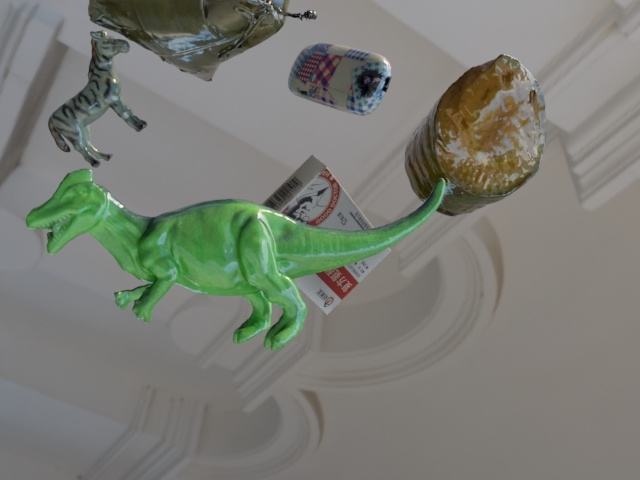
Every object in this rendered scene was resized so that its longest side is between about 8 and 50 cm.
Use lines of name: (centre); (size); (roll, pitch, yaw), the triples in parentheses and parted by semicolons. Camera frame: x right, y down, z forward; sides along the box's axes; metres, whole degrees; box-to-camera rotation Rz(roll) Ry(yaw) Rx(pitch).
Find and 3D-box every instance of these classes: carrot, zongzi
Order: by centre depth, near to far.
zongzi: (-0.141, -0.388, 1.283); (0.447, 0.418, 0.181); (10, -101, 24)
carrot: (0.311, -0.188, 1.418); (0.341, 0.241, 0.241); (132, -20, -73)

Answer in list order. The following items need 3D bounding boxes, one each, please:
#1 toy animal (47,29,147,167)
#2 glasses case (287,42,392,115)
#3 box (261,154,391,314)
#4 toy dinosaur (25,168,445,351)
toy animal: (-0.417, -0.266, 1.379); (0.255, 0.170, 0.090); (-58, -173, 7)
glasses case: (0.033, -0.342, 1.470); (0.327, 0.076, 0.125); (32, -84, 52)
box: (0.000, 0.000, 1.512); (0.214, 0.353, 0.069); (-45, -132, -2)
toy dinosaur: (-0.106, -0.051, 1.018); (0.500, 0.374, 0.144); (-41, -171, -9)
